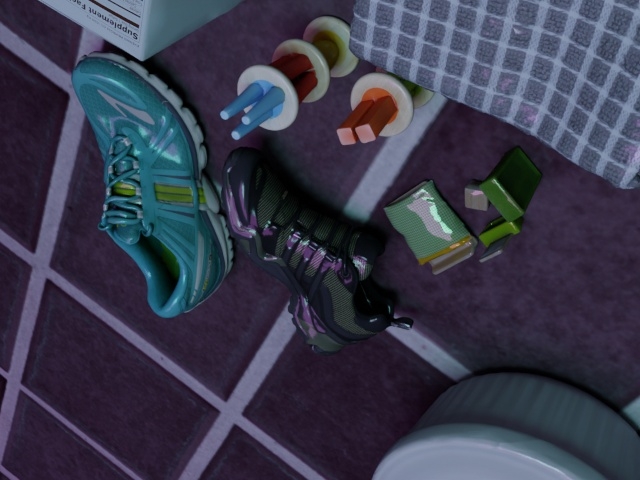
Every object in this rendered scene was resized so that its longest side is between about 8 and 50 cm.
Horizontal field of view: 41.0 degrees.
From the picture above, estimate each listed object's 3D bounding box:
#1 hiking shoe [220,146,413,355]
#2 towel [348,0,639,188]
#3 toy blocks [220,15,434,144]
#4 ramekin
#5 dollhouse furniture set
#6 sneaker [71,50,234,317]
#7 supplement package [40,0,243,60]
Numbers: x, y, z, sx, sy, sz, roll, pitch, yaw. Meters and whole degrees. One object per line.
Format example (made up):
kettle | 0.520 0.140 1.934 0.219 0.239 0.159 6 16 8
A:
hiking shoe | 0.000 0.000 0.789 0.114 0.086 0.227 -19 117 27
towel | 0.145 -0.188 0.505 0.235 0.121 0.284 25 133 17
toy blocks | 0.005 -0.106 0.642 0.123 0.148 0.054 26 134 16
ramekin | 0.190 0.245 0.802 0.273 0.127 0.273 18 130 22
dollhouse furniture set | 0.110 -0.015 0.704 0.076 0.058 0.151 50 135 -8
sneaker | -0.166 -0.049 0.829 0.107 0.110 0.275 -2 121 35
supplement package | -0.103 -0.268 0.558 0.149 0.194 0.203 32 134 11
